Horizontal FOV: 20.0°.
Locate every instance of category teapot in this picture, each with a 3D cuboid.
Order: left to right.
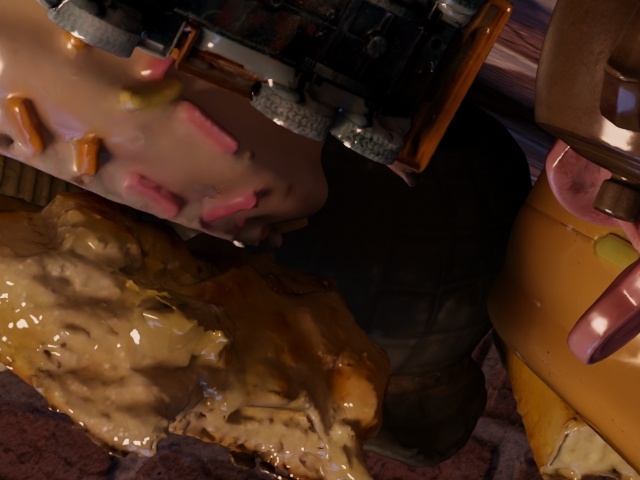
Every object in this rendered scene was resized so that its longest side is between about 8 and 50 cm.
[{"bbox_3d":[0.090,-0.038,0.475,0.076,0.068,0.121,25,-178,17],"label":"teapot"}]

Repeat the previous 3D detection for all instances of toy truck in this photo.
[{"bbox_3d":[-0.032,-0.098,0.645,0.178,0.080,0.115,21,-167,-38],"label":"toy truck"}]

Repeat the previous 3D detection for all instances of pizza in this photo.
[{"bbox_3d":[-0.068,0.037,0.890,0.323,0.089,0.223,20,-169,-38],"label":"pizza"}]

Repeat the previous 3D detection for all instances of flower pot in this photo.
[{"bbox_3d":[0.000,0.000,1.209,0.302,0.213,0.302,11,-161,-4],"label":"flower pot"}]

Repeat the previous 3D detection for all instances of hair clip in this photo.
[{"bbox_3d":[0.169,0.004,0.792,0.138,0.123,0.102,29,-152,-34],"label":"hair clip"}]

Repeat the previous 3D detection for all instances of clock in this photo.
[{"bbox_3d":[0.239,0.065,1.012,0.317,0.200,0.244,35,-176,29],"label":"clock"}]

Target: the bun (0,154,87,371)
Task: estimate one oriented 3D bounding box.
[{"bbox_3d":[-0.230,-0.001,1.035,0.220,0.134,0.220,29,-160,-12],"label":"bun"}]

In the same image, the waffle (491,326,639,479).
[{"bbox_3d":[0.250,0.083,1.234,0.248,0.055,0.221,0,-150,-7],"label":"waffle"}]

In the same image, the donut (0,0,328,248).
[{"bbox_3d":[-0.150,-0.123,0.909,0.383,0.142,0.382,25,-177,-1],"label":"donut"}]
